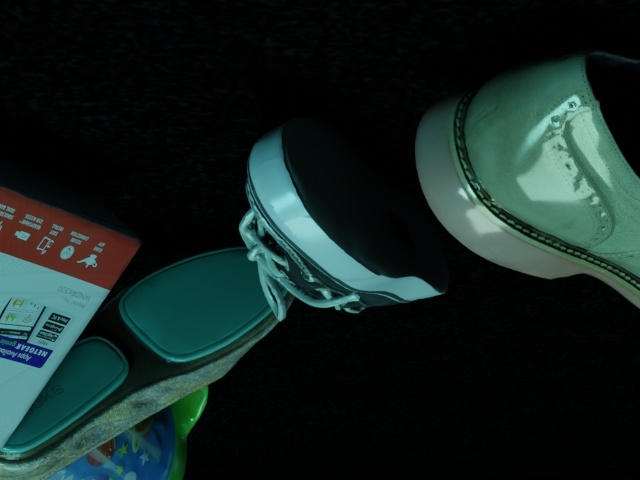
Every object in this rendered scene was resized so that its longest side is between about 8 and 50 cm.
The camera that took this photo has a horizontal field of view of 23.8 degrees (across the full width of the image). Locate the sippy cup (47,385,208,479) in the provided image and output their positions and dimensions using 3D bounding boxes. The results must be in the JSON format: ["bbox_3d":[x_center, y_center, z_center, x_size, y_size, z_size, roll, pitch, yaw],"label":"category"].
[{"bbox_3d":[-0.287,0.200,1.609,0.240,0.305,0.224,23,163,27],"label":"sippy cup"}]

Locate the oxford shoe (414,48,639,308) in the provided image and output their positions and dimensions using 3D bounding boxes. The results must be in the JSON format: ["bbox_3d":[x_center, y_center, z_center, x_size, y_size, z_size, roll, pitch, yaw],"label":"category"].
[{"bbox_3d":[0.253,-0.027,0.969,0.397,0.141,0.146,9,154,-36],"label":"oxford shoe"}]

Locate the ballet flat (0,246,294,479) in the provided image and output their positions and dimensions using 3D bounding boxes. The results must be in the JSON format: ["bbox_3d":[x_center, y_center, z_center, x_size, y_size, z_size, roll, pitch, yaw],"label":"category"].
[{"bbox_3d":[-0.158,0.105,1.257,0.316,0.107,0.106,-27,153,-28],"label":"ballet flat"}]

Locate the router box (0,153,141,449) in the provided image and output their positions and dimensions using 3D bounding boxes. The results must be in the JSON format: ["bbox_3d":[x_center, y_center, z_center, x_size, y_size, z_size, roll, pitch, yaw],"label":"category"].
[{"bbox_3d":[-0.320,0.062,1.004,0.082,0.301,0.335,39,-172,33],"label":"router box"}]

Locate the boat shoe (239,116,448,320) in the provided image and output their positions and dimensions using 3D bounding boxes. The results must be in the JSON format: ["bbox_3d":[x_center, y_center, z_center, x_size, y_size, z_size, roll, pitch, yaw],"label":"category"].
[{"bbox_3d":[-0.001,-0.004,1.076,0.105,0.113,0.306,-21,168,16],"label":"boat shoe"}]
